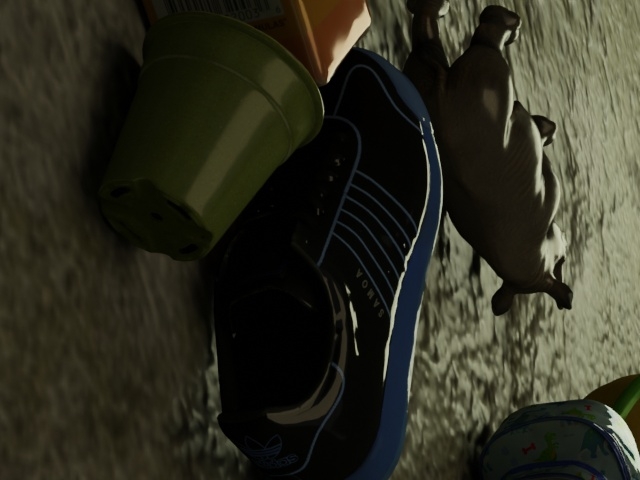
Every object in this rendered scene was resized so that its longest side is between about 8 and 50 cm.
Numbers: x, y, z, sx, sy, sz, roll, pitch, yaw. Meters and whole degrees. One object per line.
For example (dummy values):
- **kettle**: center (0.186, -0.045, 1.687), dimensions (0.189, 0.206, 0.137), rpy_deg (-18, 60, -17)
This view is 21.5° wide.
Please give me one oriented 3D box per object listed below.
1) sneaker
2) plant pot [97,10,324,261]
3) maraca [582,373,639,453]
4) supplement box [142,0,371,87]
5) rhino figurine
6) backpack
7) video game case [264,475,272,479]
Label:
- **sneaker**: center (0.000, 0.000, 0.774), dimensions (0.090, 0.081, 0.232), rpy_deg (39, 46, -49)
- **plant pot**: center (-0.052, -0.037, 0.690), dimensions (0.079, 0.083, 0.083), rpy_deg (-62, 140, -32)
- **maraca**: center (0.194, 0.173, 1.131), dimensions (0.127, 0.099, 0.186), rpy_deg (36, 77, -55)
- **supplement box**: center (-0.052, -0.178, 0.719), dimensions (0.078, 0.080, 0.233), rpy_deg (-55, 133, -57)
- **rhino figurine**: center (0.109, -0.036, 1.028), dimensions (0.106, 0.073, 0.243), rpy_deg (-79, 151, -42)
- **backpack**: center (0.147, 0.158, 1.017), dimensions (0.084, 0.105, 0.114), rpy_deg (-23, 99, -65)
- **video game case**: center (0.006, 0.178, 0.815), dimensions (0.119, 0.015, 0.166), rpy_deg (-64, 140, -50)
